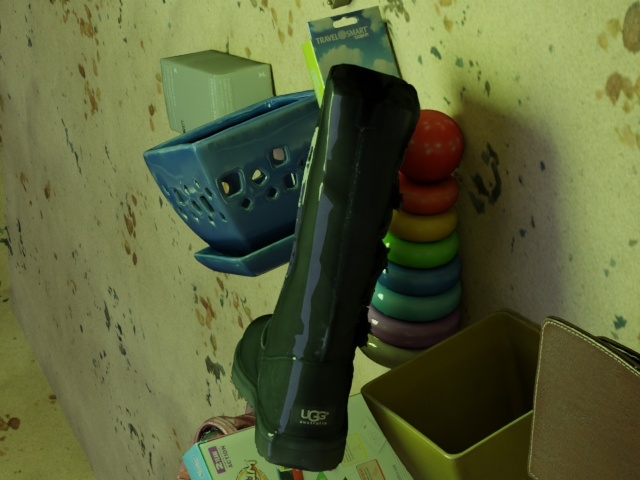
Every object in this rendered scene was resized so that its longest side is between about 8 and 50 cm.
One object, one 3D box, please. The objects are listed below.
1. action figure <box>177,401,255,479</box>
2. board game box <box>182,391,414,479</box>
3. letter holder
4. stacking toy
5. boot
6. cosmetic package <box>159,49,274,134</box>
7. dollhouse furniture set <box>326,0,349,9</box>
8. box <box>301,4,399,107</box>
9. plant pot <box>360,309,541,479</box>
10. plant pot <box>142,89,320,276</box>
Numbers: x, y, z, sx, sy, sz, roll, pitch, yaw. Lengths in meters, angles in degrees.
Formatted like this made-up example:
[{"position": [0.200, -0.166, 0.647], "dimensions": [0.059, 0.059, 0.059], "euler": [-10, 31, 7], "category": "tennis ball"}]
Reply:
[{"position": [-0.088, 0.302, 2.312], "dimensions": [0.248, 0.370, 0.275], "euler": [-5, 85, 27], "category": "action figure"}, {"position": [-0.007, 0.363, 2.159], "dimensions": [0.064, 0.317, 0.242], "euler": [-48, 61, 54], "category": "board game box"}, {"position": [0.351, 0.197, 1.465], "dimensions": [0.302, 0.152, 0.214], "euler": [40, 138, 52], "category": "letter holder"}, {"position": [0.123, -0.005, 1.881], "dimensions": [0.141, 0.141, 0.330], "euler": [45, 139, 48], "category": "stacking toy"}, {"position": [0.001, 0.001, 1.831], "dimensions": [0.367, 0.146, 0.445], "euler": [-122, 38, -69], "category": "boot"}, {"position": [-0.161, -0.224, 2.390], "dimensions": [0.238, 0.107, 0.127], "euler": [-154, 54, -64], "category": "cosmetic package"}, {"position": [-0.035, -0.376, 1.941], "dimensions": [0.151, 0.123, 0.144], "euler": [116, 134, -74], "category": "dollhouse furniture set"}, {"position": [0.047, -0.199, 1.929], "dimensions": [0.042, 0.109, 0.178], "euler": [-15, 91, 69], "category": "box"}, {"position": [0.206, 0.236, 1.769], "dimensions": [0.212, 0.212, 0.187], "euler": [31, 145, 57], "category": "plant pot"}, {"position": [-0.086, -0.077, 2.169], "dimensions": [0.236, 0.236, 0.212], "euler": [4, 115, 66], "category": "plant pot"}]
